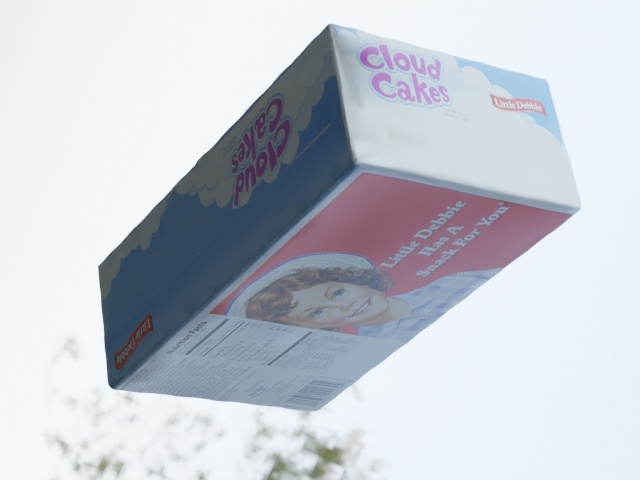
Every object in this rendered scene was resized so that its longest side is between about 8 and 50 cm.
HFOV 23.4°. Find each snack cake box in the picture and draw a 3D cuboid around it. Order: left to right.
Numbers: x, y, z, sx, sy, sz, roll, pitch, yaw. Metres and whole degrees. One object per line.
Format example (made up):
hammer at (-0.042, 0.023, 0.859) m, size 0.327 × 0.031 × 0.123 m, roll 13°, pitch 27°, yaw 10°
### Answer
snack cake box at (0.000, 0.000, 0.872) m, size 0.264 × 0.152 × 0.089 m, roll -41°, pitch -132°, yaw 43°
